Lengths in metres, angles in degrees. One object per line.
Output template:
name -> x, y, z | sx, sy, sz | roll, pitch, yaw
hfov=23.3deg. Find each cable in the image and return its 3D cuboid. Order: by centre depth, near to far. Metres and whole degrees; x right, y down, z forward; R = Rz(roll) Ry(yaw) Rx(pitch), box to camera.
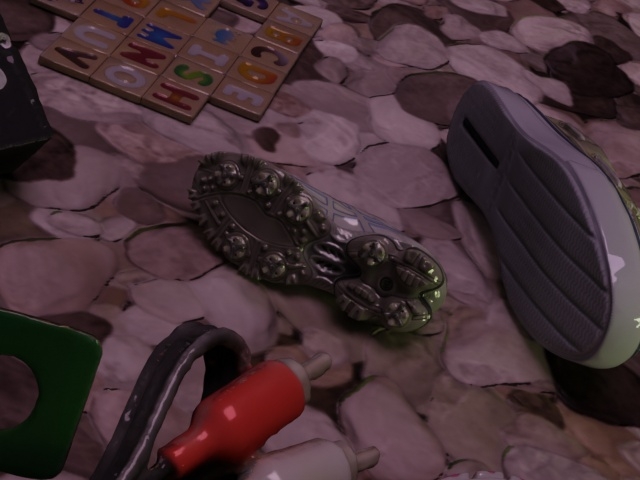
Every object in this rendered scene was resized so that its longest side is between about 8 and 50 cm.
cable -> -0.076, 0.124, 0.678 | 0.072, 0.139, 0.287 | -9, 9, 36

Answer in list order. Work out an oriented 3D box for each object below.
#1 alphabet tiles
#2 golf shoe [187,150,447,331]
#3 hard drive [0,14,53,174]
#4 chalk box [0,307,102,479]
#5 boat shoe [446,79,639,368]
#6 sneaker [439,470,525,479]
alphabet tiles -> -0.117, -0.162, 1.185 | 0.198, 0.009, 0.237 | 22, 32, 2
golf shoe -> 0.000, 0.000, 0.976 | 0.176, 0.069, 0.086 | 31, 13, 11
hard drive -> -0.324, -0.176, 0.892 | 0.237, 0.064, 0.339 | -20, 82, -45
chalk box -> -0.242, 0.048, 0.642 | 0.289, 0.180, 0.179 | 7, 35, -23
boat shoe -> 0.171, -0.021, 1.047 | 0.094, 0.109, 0.302 | 11, 31, -19
sneaker -> 0.110, 0.165, 0.770 | 0.170, 0.063, 0.075 | 13, 26, -21
